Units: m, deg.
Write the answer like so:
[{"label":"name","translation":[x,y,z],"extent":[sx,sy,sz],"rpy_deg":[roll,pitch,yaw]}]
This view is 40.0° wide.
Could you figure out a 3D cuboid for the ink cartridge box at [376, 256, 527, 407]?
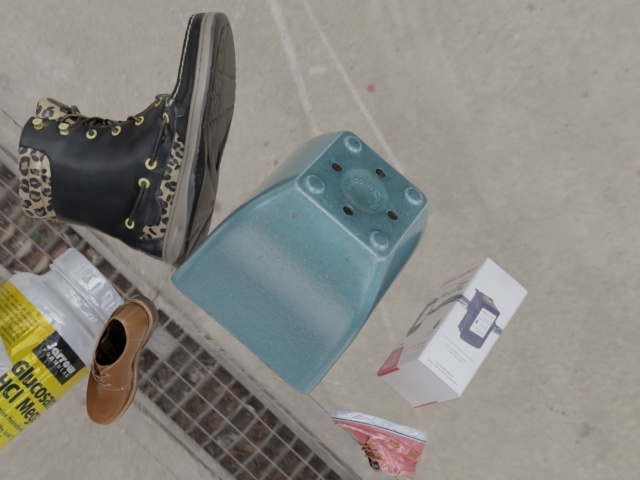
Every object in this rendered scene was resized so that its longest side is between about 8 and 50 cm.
[{"label":"ink cartridge box","translation":[0.227,0.160,1.517],"extent":[0.100,0.172,0.237],"rpy_deg":[42,64,-4]}]

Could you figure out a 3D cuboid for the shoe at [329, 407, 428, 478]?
[{"label":"shoe","translation":[0.086,0.318,1.372],"extent":[0.178,0.063,0.081],"rpy_deg":[22,77,-26]}]

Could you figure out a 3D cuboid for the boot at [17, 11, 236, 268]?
[{"label":"boot","translation":[-0.284,-0.165,1.295],"extent":[0.284,0.138,0.377],"rpy_deg":[13,105,10]}]

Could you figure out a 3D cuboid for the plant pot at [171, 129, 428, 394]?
[{"label":"plant pot","translation":[0.000,0.000,1.170],"extent":[0.247,0.252,0.248],"rpy_deg":[40,46,0]}]

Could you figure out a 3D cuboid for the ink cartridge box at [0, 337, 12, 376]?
[{"label":"ink cartridge box","translation":[-0.515,0.153,1.098],"extent":[0.218,0.092,0.158],"rpy_deg":[-37,65,9]}]

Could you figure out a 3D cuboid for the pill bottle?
[{"label":"pill bottle","translation":[-0.451,0.169,1.290],"extent":[0.334,0.188,0.188],"rpy_deg":[-43,93,-18]}]

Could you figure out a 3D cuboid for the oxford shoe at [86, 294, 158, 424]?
[{"label":"oxford shoe","translation":[-0.290,0.173,1.199],"extent":[0.076,0.076,0.212],"rpy_deg":[27,115,14]}]
